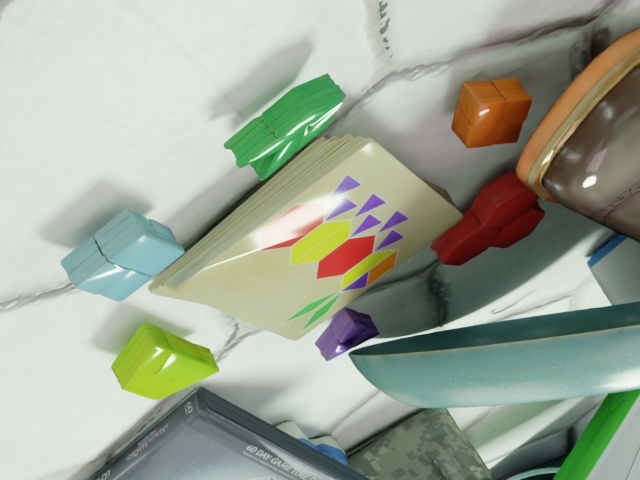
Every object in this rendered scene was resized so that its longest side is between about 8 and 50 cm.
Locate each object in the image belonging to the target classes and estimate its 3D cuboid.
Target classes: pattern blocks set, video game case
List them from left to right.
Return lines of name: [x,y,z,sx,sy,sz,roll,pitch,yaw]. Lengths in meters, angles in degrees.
video game case: [-0.112,0.229,1.076,0.274,0.026,0.196,-40,130,20]
pattern blocks set: [0.000,0.000,0.855,0.285,0.026,0.325,-34,157,3]

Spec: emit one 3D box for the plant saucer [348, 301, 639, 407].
plant saucer: [0.178,0.073,1.001,0.317,0.044,0.317,-8,179,0]

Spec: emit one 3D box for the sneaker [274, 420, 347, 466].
sneaker: [0.000,0.197,1.172,0.058,0.085,0.152,-33,157,2]

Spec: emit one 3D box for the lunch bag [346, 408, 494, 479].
lunch bag: [0.063,0.329,1.297,0.305,0.256,0.212,-28,157,-9]

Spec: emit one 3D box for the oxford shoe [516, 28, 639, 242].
oxford shoe: [0.245,-0.042,0.923,0.363,0.133,0.130,2,129,-55]

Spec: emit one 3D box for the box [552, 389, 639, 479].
box: [0.344,0.290,1.467,0.262,0.231,0.127,-54,180,-11]

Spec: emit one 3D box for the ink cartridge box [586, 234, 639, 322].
ink cartridge box: [0.370,0.035,1.201,0.171,0.168,0.232,-44,154,27]

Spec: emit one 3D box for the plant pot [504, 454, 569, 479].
plant pot: [0.316,0.363,1.700,0.271,0.272,0.255,-42,169,22]
